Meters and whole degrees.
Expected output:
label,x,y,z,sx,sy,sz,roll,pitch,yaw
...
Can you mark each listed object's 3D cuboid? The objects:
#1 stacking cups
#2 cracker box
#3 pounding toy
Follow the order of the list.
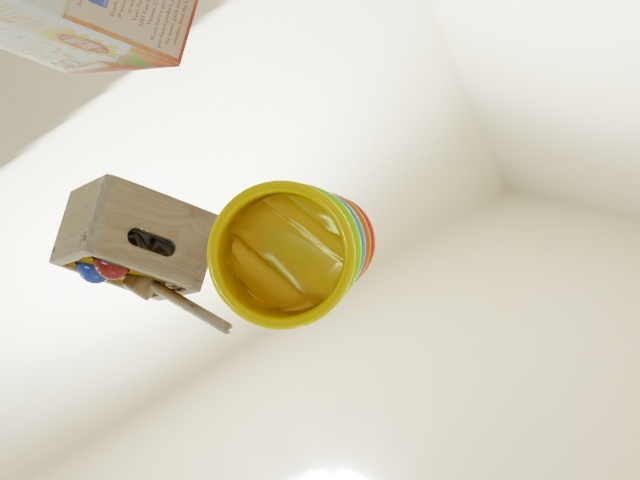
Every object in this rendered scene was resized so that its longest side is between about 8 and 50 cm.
label,x,y,z,sx,sy,sz,roll,pitch,yaw
stacking cups,0.000,0.000,1.156,0.096,0.096,0.316,-19,180,10
cracker box,-0.206,-0.166,0.948,0.156,0.232,0.067,6,-100,57
pounding toy,-0.150,0.017,1.408,0.130,0.141,0.100,-14,-122,64
